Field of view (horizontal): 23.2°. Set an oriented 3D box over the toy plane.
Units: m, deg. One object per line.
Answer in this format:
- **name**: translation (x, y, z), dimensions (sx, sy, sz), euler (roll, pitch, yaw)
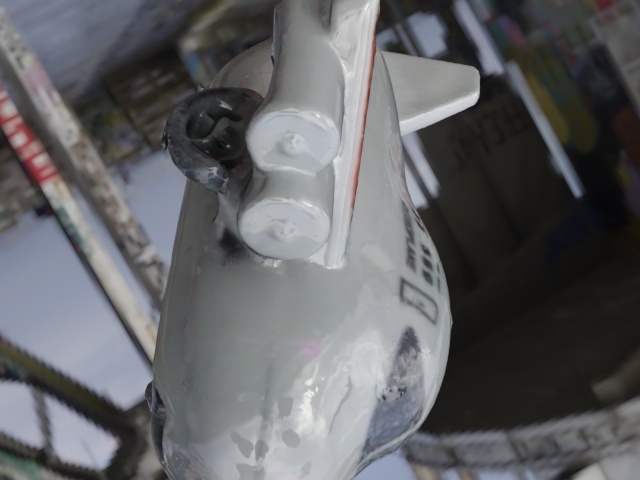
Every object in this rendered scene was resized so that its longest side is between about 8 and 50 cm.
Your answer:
- **toy plane**: translation (-0.004, 0.000, 0.596), dimensions (0.118, 0.252, 0.252), euler (10, -174, 1)
